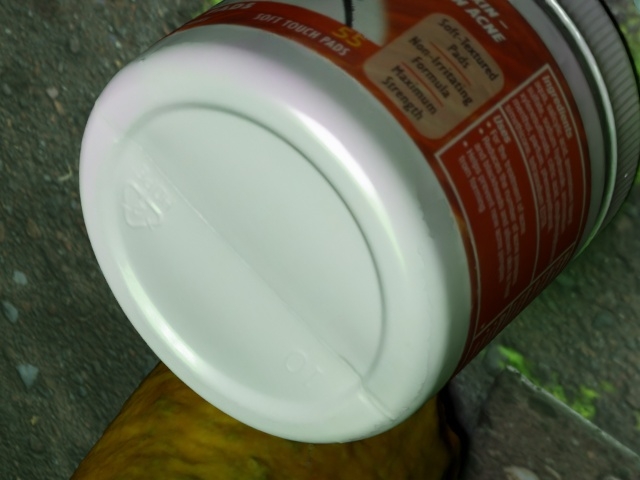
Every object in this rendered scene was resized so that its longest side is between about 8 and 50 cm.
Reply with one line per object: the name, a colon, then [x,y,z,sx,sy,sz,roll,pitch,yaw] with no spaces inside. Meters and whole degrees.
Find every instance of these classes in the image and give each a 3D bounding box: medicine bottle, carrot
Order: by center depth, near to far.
medicine bottle: [0.024,-0.042,1.086,0.252,0.241,0.252,22,130,29]
carrot: [-0.058,0.202,1.294,0.241,0.340,0.241,25,148,17]

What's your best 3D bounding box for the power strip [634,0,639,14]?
power strip: [0.239,-0.178,0.906,0.253,0.054,0.167,13,119,38]
